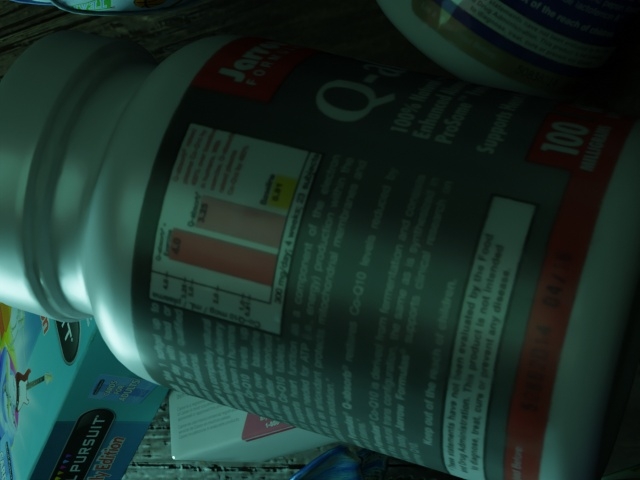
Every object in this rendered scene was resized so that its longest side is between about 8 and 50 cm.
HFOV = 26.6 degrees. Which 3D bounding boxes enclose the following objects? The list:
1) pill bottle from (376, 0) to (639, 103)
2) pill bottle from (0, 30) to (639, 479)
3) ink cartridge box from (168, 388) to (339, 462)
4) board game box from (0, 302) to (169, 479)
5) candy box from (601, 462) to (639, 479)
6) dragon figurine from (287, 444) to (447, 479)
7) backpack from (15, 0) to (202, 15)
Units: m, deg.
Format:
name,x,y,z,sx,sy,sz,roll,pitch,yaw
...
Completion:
name,x,y,z,sx,sy,sz,roll,pitch,yaw
pill bottle,0.153,-0.217,0.757,0.153,0.153,0.265,51,124,28
pill bottle,0.000,0.000,0.761,0.362,0.210,0.210,14,103,17
ink cartridge box,-0.031,0.035,0.953,0.158,0.092,0.218,-22,67,41
board game box,-0.206,0.071,1.059,0.336,0.079,0.254,-60,36,39
candy box,0.249,0.258,0.645,0.317,0.122,0.268,-7,95,58
dragon figurine,0.033,0.181,0.932,0.289,0.085,0.144,-49,62,34
backpack,-0.142,-0.279,0.967,0.263,0.276,0.213,-42,58,51
